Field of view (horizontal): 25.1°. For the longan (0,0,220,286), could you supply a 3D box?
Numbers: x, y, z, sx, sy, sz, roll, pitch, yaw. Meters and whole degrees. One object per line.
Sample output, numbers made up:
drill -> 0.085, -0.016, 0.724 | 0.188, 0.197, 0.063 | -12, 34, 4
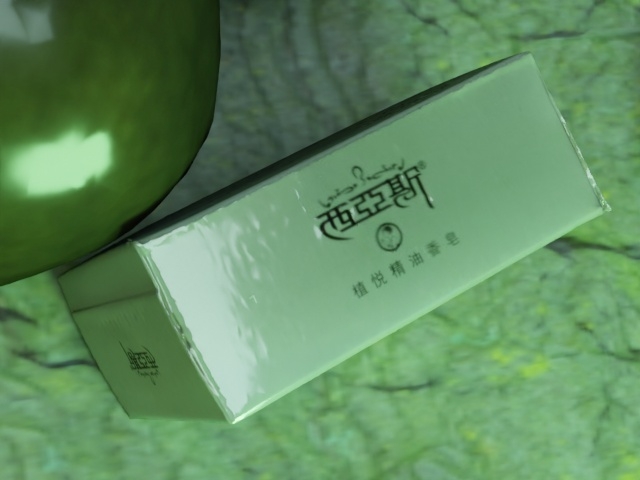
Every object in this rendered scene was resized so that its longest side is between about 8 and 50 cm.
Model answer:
longan -> -0.200, -0.112, 0.775 | 0.297, 0.297, 0.297 | 3, 81, -21

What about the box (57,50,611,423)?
box -> 0.001, 0.003, 0.886 | 0.274, 0.203, 0.116 | -28, 94, -24
